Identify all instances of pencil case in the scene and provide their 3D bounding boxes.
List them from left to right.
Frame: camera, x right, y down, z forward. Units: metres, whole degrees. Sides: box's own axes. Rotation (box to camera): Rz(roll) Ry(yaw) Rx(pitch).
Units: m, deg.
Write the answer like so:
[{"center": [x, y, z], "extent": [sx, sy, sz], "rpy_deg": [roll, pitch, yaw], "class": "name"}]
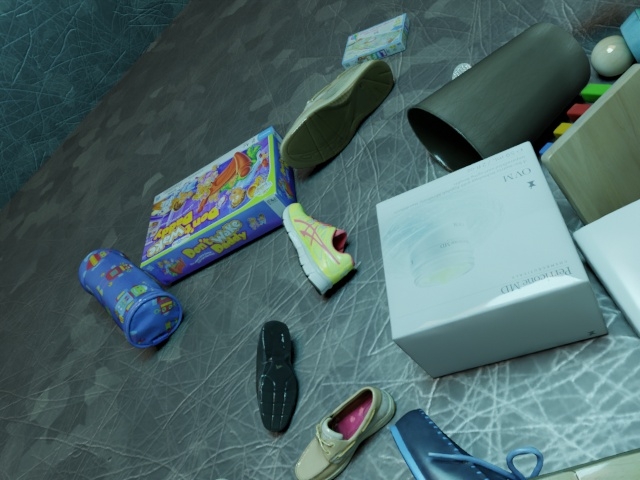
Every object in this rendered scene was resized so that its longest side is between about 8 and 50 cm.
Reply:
[{"center": [-0.408, 0.118, 1.096], "extent": [0.119, 0.133, 0.306], "rpy_deg": [-30, 35, -29], "class": "pencil case"}]

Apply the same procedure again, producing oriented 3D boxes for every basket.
[{"center": [0.284, -0.213, 0.802], "extent": [0.227, 0.154, 0.204], "rpy_deg": [-40, 43, 0], "class": "basket"}]

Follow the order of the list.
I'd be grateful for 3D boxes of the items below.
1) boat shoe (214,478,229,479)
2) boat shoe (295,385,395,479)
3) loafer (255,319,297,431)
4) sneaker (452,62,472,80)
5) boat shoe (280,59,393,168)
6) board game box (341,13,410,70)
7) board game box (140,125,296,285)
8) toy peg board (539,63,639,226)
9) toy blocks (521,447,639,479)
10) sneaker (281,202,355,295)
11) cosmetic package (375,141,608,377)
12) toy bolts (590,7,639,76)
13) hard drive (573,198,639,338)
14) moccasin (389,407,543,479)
[{"center": [-0.190, 0.428, 0.710], "extent": [0.206, 0.075, 0.065], "rpy_deg": [-46, 38, -9], "class": "boat shoe"}, {"center": [0.022, 0.257, 0.691], "extent": [0.170, 0.059, 0.063], "rpy_deg": [-46, 42, -2], "class": "boat shoe"}, {"center": [-0.073, 0.215, 0.813], "extent": [0.061, 0.062, 0.170], "rpy_deg": [124, 151, -54], "class": "loafer"}, {"center": [0.256, -0.240, 0.924], "extent": [0.051, 0.070, 0.134], "rpy_deg": [18, 99, 36], "class": "sneaker"}, {"center": [0.022, -0.267, 1.084], "extent": [0.302, 0.109, 0.098], "rpy_deg": [-47, 36, -11], "class": "boat shoe"}, {"center": [0.130, -0.464, 1.211], "extent": [0.154, 0.026, 0.103], "rpy_deg": [-10, 52, 33], "class": "board game box"}, {"center": [-0.221, -0.076, 1.128], "extent": [0.347, 0.078, 0.233], "rpy_deg": [-27, 42, 18], "class": "board game box"}, {"center": [0.358, -0.109, 0.662], "extent": [0.160, 0.161, 0.079], "rpy_deg": [-45, 24, 0], "class": "toy peg board"}, {"center": [0.305, 0.257, 0.326], "extent": [0.382, 0.190, 0.260], "rpy_deg": [-18, 63, 5], "class": "toy blocks"}, {"center": [0.000, 0.000, 0.911], "extent": [0.094, 0.081, 0.208], "rpy_deg": [-31, 49, 4], "class": "sneaker"}, {"center": [0.208, 0.028, 0.673], "extent": [0.224, 0.138, 0.224], "rpy_deg": [-22, 47, 23], "class": "cosmetic package"}, {"center": [0.472, -0.366, 0.793], "extent": [0.158, 0.218, 0.228], "rpy_deg": [-28, 76, 37], "class": "toy bolts"}, {"center": [0.447, 0.076, 0.498], "extent": [0.233, 0.047, 0.353], "rpy_deg": [-29, 48, 17], "class": "hard drive"}, {"center": [0.207, 0.291, 0.488], "extent": [0.117, 0.137, 0.342], "rpy_deg": [-40, 56, -5], "class": "moccasin"}]
